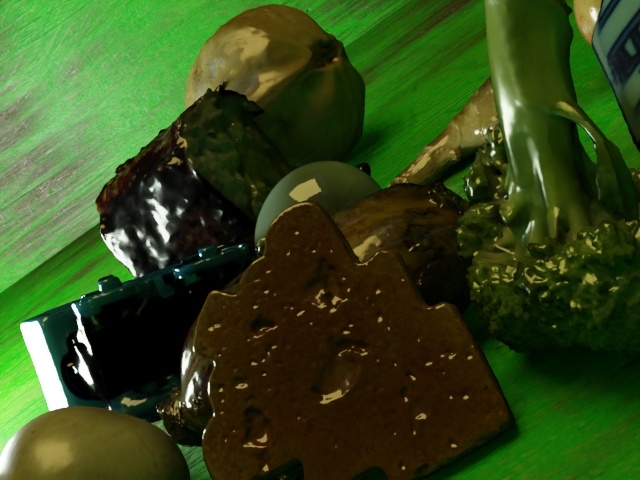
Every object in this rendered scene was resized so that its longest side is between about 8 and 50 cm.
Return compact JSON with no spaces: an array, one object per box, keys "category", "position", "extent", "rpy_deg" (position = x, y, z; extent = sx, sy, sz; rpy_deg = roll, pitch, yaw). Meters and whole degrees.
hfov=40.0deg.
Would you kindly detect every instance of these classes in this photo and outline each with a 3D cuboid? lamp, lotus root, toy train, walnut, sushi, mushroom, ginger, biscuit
[{"category":"lamp","position":[0.000,0.000,1.127],"extent":[0.197,0.198,0.244],"rpy_deg":[-31,11,16]},{"category":"lotus root","position":[0.003,0.084,0.920],"extent":[0.397,0.179,0.196],"rpy_deg":[-37,15,6]},{"category":"toy train","position":[-0.210,0.119,1.159],"extent":[0.300,0.188,0.265],"rpy_deg":[-21,5,-35]},{"category":"walnut","position":[-0.093,-0.268,1.757],"extent":[0.383,0.384,0.383],"rpy_deg":[-32,18,12]},{"category":"sushi","position":[-0.207,-0.066,1.518],"extent":[0.294,0.281,0.299],"rpy_deg":[-34,32,29]},{"category":"mushroom","position":[-0.243,0.279,0.930],"extent":[0.204,0.204,0.204],"rpy_deg":[-32,18,12]},{"category":"ginger","position":[0.215,-0.150,1.320],"extent":[0.294,0.086,0.131],"rpy_deg":[-42,26,7]},{"category":"biscuit","position":[0.023,0.120,0.783],"extent":[0.278,0.301,0.043],"rpy_deg":[-68,-20,-6]}]

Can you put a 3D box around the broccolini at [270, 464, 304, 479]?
[{"category":"broccolini","position":[0.020,0.193,0.839],"extent":[0.239,0.054,0.051],"rpy_deg":[-29,4,15]}]

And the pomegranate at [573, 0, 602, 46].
[{"category":"pomegranate","position":[0.439,-0.340,1.203],"extent":[0.191,0.191,0.191],"rpy_deg":[-32,18,12]}]

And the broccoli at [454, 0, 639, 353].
[{"category":"broccoli","position":[0.216,-0.047,0.767],"extent":[0.186,0.302,0.254],"rpy_deg":[1,-12,0]}]

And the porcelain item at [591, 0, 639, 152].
[{"category":"porcelain item","position":[0.383,-0.203,0.759],"extent":[0.281,0.157,0.286],"rpy_deg":[125,151,-43]}]
